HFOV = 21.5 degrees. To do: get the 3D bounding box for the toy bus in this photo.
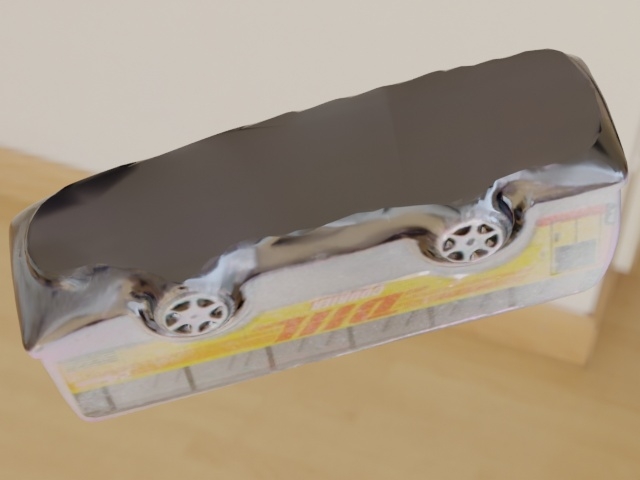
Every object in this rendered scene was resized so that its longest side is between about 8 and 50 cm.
[{"bbox_3d":[0.000,0.000,0.482,0.172,0.072,0.057,-15,54,0],"label":"toy bus"}]
